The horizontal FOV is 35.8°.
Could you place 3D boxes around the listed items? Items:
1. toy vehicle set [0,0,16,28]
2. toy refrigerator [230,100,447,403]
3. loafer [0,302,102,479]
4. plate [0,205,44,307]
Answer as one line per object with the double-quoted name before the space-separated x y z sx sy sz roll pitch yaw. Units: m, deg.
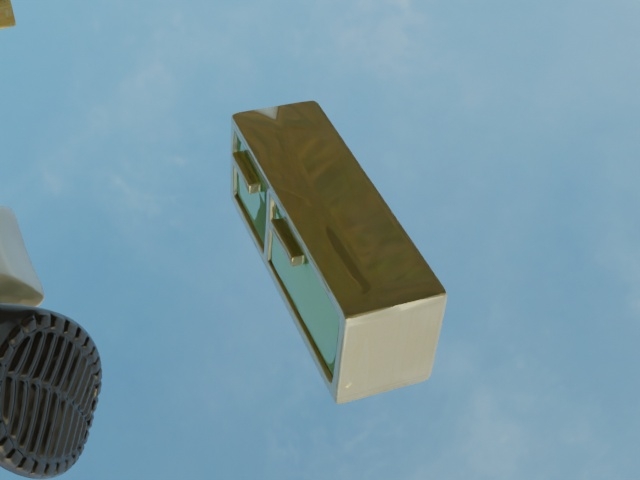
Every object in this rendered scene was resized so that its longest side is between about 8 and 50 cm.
"toy vehicle set" -0.463 -0.218 1.028 0.267 0.035 0.166 -18 -158 -21
"toy refrigerator" 0.000 0.000 0.845 0.094 0.102 0.269 -12 -135 -18
"loafer" -0.300 0.096 0.778 0.130 0.366 0.134 7 -109 23
"plate" -0.468 0.070 1.143 0.277 0.045 0.278 -32 -147 -9
